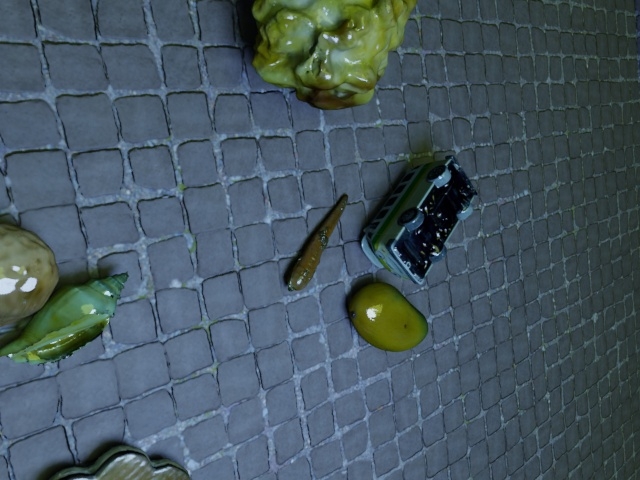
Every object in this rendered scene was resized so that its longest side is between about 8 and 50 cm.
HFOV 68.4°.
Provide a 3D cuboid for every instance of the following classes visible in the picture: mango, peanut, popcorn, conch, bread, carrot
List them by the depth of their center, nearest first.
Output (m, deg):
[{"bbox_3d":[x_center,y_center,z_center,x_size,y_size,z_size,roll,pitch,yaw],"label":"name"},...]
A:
[{"bbox_3d":[-0.442,0.047,0.637,0.159,0.109,0.141,0,102,-47],"label":"peanut"},{"bbox_3d":[-0.371,0.118,0.708,0.201,0.079,0.095,-44,129,-7],"label":"conch"},{"bbox_3d":[-0.354,0.435,0.739,0.286,0.056,0.207,-37,114,-29],"label":"bread"},{"bbox_3d":[0.027,-0.398,0.840,0.312,0.312,0.313,-1,92,-35],"label":"popcorn"},{"bbox_3d":[0.000,0.000,0.986,0.049,0.049,0.255,43,64,-28],"label":"carrot"},{"bbox_3d":[0.158,0.185,1.071,0.237,0.091,0.137,42,75,-28],"label":"mango"}]

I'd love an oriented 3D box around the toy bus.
[{"bbox_3d":[0.213,-0.047,1.056,0.134,0.164,0.276,49,66,-26],"label":"toy bus"}]
